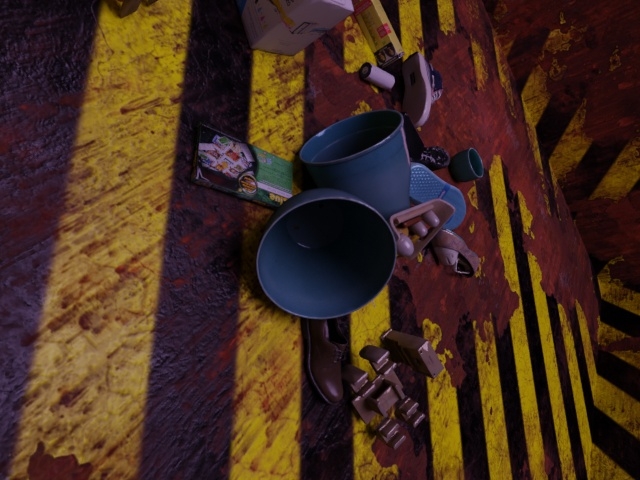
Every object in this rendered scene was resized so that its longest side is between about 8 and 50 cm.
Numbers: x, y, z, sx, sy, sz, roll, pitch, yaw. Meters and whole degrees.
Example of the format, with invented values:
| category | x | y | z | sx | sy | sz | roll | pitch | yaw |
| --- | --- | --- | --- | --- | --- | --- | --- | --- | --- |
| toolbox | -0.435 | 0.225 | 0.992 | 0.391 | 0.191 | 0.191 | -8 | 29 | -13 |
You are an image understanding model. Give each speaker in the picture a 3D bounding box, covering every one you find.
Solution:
| category | x | y | z | sx | sy | sz | roll | pitch | yaw |
| --- | --- | --- | --- | --- | --- | --- | --- | --- | --- |
| speaker | 0.196 | -0.563 | 1.472 | 0.136 | 0.055 | 0.055 | 3 | 75 | -46 |

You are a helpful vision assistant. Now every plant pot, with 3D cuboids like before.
| category | x | y | z | sx | sy | sz | roll | pitch | yaw |
| --- | --- | --- | --- | --- | --- | --- | --- | --- | --- |
| plant pot | 0.000 | 0.000 | 0.956 | 0.290 | 0.290 | 0.195 | 45 | 13 | -27 |
| plant pot | 0.119 | -0.165 | 1.126 | 0.271 | 0.272 | 0.255 | -56 | 132 | -40 |

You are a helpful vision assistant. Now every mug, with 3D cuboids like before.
| category | x | y | z | sx | sy | sz | roll | pitch | yaw |
| --- | --- | --- | --- | --- | --- | --- | --- | --- | --- |
| mug | 0.612 | -0.305 | 1.793 | 0.158 | 0.097 | 0.129 | 21 | 62 | -42 |

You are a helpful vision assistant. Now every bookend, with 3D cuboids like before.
| category | x | y | z | sx | sy | sz | roll | pitch | yaw |
| --- | --- | --- | --- | --- | --- | --- | --- | --- | --- |
| bookend | 0.224 | -0.322 | 1.358 | 0.156 | 0.157 | 0.072 | 44 | 67 | -42 |

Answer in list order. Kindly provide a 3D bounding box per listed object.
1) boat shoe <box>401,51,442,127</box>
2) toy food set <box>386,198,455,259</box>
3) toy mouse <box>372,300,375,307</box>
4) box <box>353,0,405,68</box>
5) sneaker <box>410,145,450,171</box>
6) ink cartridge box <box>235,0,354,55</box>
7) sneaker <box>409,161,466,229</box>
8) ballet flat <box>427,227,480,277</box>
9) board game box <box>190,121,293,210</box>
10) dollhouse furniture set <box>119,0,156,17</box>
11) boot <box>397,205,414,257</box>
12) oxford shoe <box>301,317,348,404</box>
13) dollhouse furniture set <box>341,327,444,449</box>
| category | x | y | z | sx | sy | sz | roll | pitch | yaw |
| --- | --- | --- | --- | --- | --- | --- | --- | --- | --- |
| boat shoe | 0.403 | -0.550 | 1.628 | 0.158 | 0.127 | 0.340 | 20 | 63 | -33 |
| toy food set | 0.217 | 0.018 | 1.119 | 0.306 | 0.219 | 0.092 | -20 | 61 | -46 |
| toy mouse | 0.116 | 0.084 | 1.194 | 0.143 | 0.031 | 0.161 | 42 | 50 | -30 |
| box | 0.206 | -0.741 | 1.518 | 0.058 | 0.087 | 0.232 | -45 | 111 | -44 |
| sneaker | 0.315 | -0.291 | 1.485 | 0.268 | 0.106 | 0.101 | 15 | 70 | -21 |
| ink cartridge box | -0.070 | -0.608 | 1.075 | 0.168 | 0.233 | 0.171 | -16 | 89 | -48 |
| sneaker | 0.313 | -0.161 | 1.360 | 0.319 | 0.208 | 0.127 | 36 | 93 | -34 |
| ballet flat | 0.483 | 0.054 | 1.542 | 0.316 | 0.108 | 0.106 | 30 | 71 | -36 |
| board game box | -0.168 | -0.157 | 0.978 | 0.260 | 0.030 | 0.136 | 18 | 63 | -42 |
| dollhouse furniture set | -0.395 | -0.607 | 0.843 | 0.262 | 0.135 | 0.259 | 52 | 57 | -21 |
| boot | 0.236 | -0.072 | 1.341 | 0.165 | 0.077 | 0.213 | 47 | 49 | -22 |
| oxford shoe | 0.021 | 0.267 | 0.989 | 0.083 | 0.096 | 0.227 | -10 | 86 | -49 |
| dollhouse furniture set | 0.172 | 0.359 | 1.120 | 0.242 | 0.161 | 0.212 | -37 | 105 | -23 |
